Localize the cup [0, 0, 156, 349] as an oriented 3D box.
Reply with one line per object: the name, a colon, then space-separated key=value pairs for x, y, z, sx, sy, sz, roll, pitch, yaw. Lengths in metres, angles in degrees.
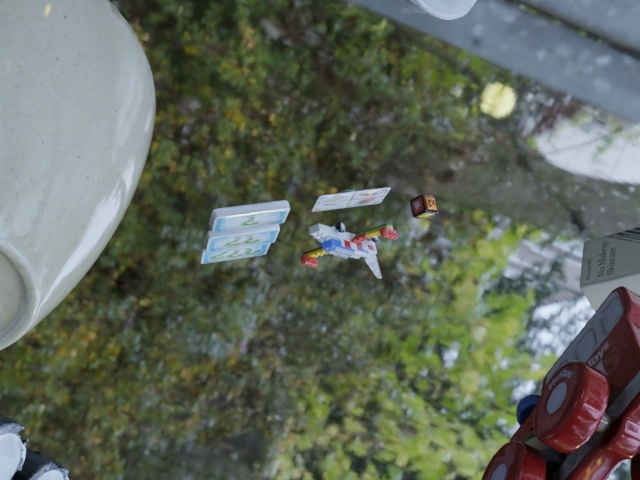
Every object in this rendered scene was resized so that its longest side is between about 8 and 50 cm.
cup: x=-0.302 y=-0.043 z=0.895 sx=0.237 sy=0.331 sz=0.331 roll=-96 pitch=-156 yaw=-44

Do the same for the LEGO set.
LEGO set: x=0.000 y=0.000 z=1.186 sx=0.182 sy=0.244 sz=0.060 roll=122 pitch=-42 yaw=-69

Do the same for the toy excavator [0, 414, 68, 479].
toy excavator: x=-0.546 y=0.354 z=1.249 sx=0.445 sy=0.222 sz=0.433 roll=-59 pitch=157 yaw=-22

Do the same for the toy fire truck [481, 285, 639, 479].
toy fire truck: x=0.305 y=0.227 z=1.314 sx=0.302 sy=0.169 sz=0.254 roll=-59 pitch=-171 yaw=26

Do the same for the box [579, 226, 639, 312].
box: x=0.546 y=0.033 z=1.704 sx=0.275 sy=0.094 sz=0.113 roll=-17 pitch=-144 yaw=30

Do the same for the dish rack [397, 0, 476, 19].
dish rack: x=0.060 y=-0.398 z=1.078 sx=0.072 sy=0.333 sz=0.285 roll=-12 pitch=-138 yaw=54
